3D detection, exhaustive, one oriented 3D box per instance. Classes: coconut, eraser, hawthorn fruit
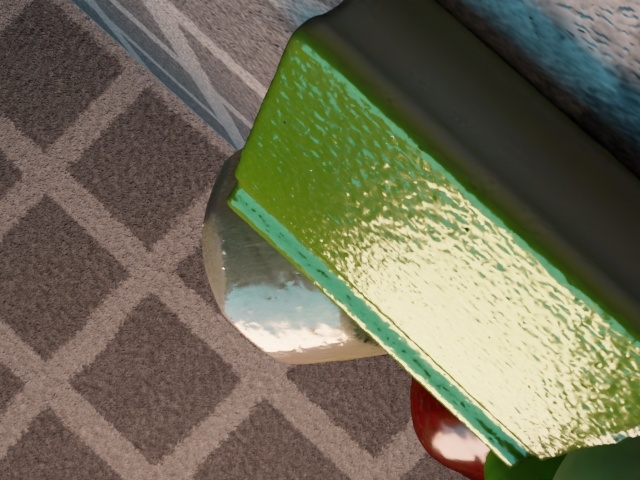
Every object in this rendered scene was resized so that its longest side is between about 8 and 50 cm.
[{"bbox_3d":[0.000,0.000,0.699,0.234,0.224,0.224,-10,137,44],"label":"coconut"},{"bbox_3d":[0.082,0.005,0.472,0.274,0.092,0.210,42,150,4],"label":"eraser"},{"bbox_3d":[0.205,0.162,0.789,0.208,0.208,0.248,43,169,-16],"label":"hawthorn fruit"}]

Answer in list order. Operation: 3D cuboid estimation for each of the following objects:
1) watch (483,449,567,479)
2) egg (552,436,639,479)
[{"bbox_3d":[0.220,0.217,0.659,0.152,0.165,0.131,59,-152,-20],"label":"watch"},{"bbox_3d":[0.245,0.194,0.442,0.220,0.220,0.269,43,167,-19],"label":"egg"}]
